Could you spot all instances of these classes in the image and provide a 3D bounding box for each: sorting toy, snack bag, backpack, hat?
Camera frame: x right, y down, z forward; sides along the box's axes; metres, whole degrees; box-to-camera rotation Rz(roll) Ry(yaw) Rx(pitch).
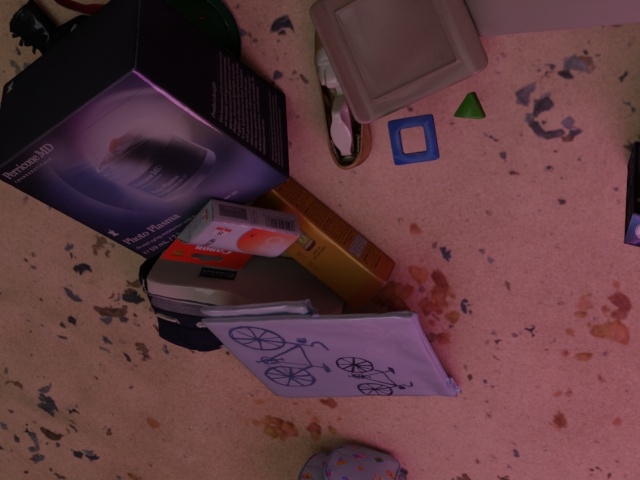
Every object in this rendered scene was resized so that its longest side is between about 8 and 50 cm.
[{"bbox_3d":[0.105,-0.276,1.243,0.196,0.047,0.348,-22,94,23],"label":"sorting toy"},{"bbox_3d":[0.025,0.175,1.453,0.342,0.037,0.323,-4,149,20],"label":"snack bag"},{"bbox_3d":[0.047,0.440,1.597,0.188,0.166,0.144,7,117,12],"label":"backpack"},{"bbox_3d":[-0.241,-0.269,1.315,0.208,0.183,0.173,15,120,11],"label":"hat"}]

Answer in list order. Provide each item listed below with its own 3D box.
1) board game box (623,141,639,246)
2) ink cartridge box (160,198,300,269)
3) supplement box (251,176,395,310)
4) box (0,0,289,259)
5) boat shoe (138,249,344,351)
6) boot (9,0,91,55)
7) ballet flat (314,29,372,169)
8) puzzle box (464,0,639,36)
[{"bbox_3d":[0.465,-0.047,1.150,0.165,0.243,0.042,13,120,12],"label":"board game box"},{"bbox_3d":[-0.137,0.009,1.377,0.145,0.045,0.179,10,144,-32],"label":"ink cartridge box"},{"bbox_3d":[0.000,0.000,1.436,0.233,0.080,0.078,39,122,-5],"label":"supplement box"},{"bbox_3d":[-0.250,-0.152,1.309,0.296,0.183,0.294,-28,138,29],"label":"box"},{"bbox_3d":[-0.125,0.115,1.529,0.340,0.127,0.158,12,133,15],"label":"boat shoe"},{"bbox_3d":[-0.417,-0.331,1.429,0.099,0.045,0.121,46,122,-5],"label":"boot"},{"bbox_3d":[0.033,-0.209,1.316,0.080,0.073,0.232,-3,115,20],"label":"ballet flat"},{"bbox_3d":[0.296,-0.373,1.027,0.409,0.052,0.272,11,126,53],"label":"puzzle box"}]
